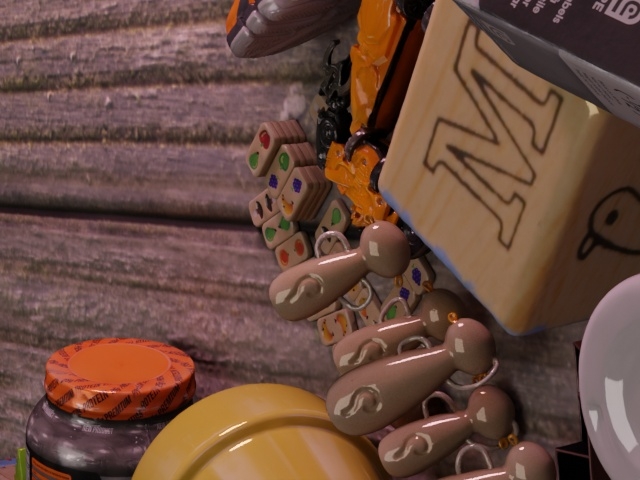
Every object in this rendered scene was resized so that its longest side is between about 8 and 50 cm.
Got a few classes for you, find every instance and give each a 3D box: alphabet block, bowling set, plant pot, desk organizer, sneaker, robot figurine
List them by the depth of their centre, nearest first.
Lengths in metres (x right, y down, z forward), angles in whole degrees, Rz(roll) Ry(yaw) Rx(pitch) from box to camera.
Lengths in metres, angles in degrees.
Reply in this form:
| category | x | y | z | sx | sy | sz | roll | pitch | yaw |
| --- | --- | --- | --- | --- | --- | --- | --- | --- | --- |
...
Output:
| category | x | y | z | sx | sy | sz | roll | pitch | yaw |
| --- | --- | --- | --- | --- | --- | --- | --- | --- | --- |
| alphabet block | 0.184 | -0.076 | 1.293 | 0.193 | 0.192 | 0.197 | 48 | 135 | 37 |
| desk organizer | 0.218 | 0.145 | 1.417 | 0.047 | 0.050 | 0.130 | 5 | 102 | 56 |
| robot figurine | 0.088 | -0.127 | 1.514 | 0.211 | 0.085 | 0.291 | 52 | 137 | 37 |
| bowling set | 0.095 | 0.111 | 1.534 | 0.154 | 0.200 | 0.287 | -28 | 87 | 16 |
| sneaker | -0.011 | -0.307 | 1.572 | 0.321 | 0.124 | 0.180 | -44 | 69 | 44 |
| plant pot | -0.025 | 0.286 | 1.596 | 0.239 | 0.254 | 0.254 | -143 | 52 | -62 |

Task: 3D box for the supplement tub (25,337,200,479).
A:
| category | x | y | z | sx | sy | sz | roll | pitch | yaw |
| --- | --- | --- | --- | --- | --- | --- | --- | --- | --- |
| supplement tub | -0.224 | 0.293 | 1.972 | 0.207 | 0.207 | 0.338 | 27 | 119 | 51 |

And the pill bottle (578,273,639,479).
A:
| category | x | y | z | sx | sy | sz | roll | pitch | yaw |
| --- | --- | --- | --- | --- | --- | --- | --- | --- | --- |
| pill bottle | 0.302 | 0.074 | 1.074 | 0.152 | 0.272 | 0.152 | 17 | 111 | 54 |

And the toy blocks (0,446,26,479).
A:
| category | x | y | z | sx | sy | sz | roll | pitch | yaw |
| --- | --- | --- | --- | --- | --- | --- | --- | --- | --- |
| toy blocks | -0.401 | 0.447 | 2.334 | 0.261 | 0.190 | 0.381 | -179 | 82 | -68 |

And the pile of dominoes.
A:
| category | x | y | z | sx | sy | sz | roll | pitch | yaw |
| --- | --- | --- | --- | --- | --- | --- | --- | --- | --- |
| pile of dominoes | 0.000 | 0.000 | 1.717 | 0.251 | 0.040 | 0.196 | 61 | 141 | 28 |

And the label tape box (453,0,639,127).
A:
| category | x | y | z | sx | sy | sz | roll | pitch | yaw |
| --- | --- | --- | --- | --- | --- | --- | --- | --- | --- |
| label tape box | 0.285 | -0.162 | 1.037 | 0.347 | 0.115 | 0.249 | 33 | 89 | 37 |
